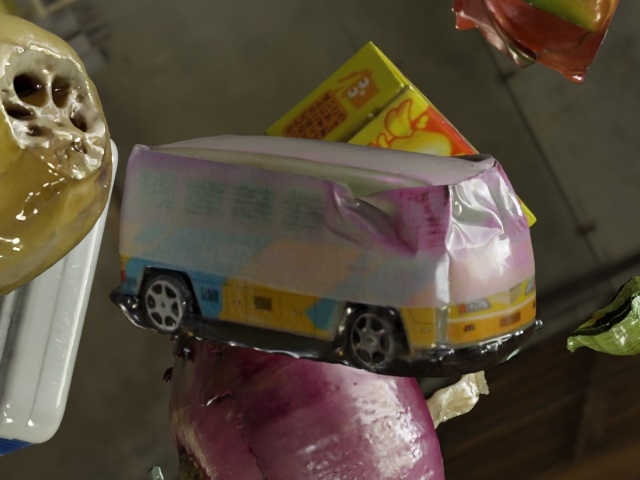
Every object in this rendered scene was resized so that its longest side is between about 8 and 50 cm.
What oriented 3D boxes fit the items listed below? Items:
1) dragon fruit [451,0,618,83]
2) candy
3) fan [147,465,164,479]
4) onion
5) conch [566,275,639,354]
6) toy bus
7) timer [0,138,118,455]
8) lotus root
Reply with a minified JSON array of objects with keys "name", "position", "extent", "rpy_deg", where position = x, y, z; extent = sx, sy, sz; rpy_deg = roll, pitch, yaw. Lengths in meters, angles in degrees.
[{"name":"dragon fruit","position":[0.253,-0.328,1.984],"extent":[0.290,0.189,0.290],"rpy_deg":[22,90,-84]},{"name":"candy","position":[0.083,-0.060,1.773],"extent":[0.146,0.276,0.088],"rpy_deg":[-42,-134,9]},{"name":"fan","position":[-0.159,0.434,2.037],"extent":[0.223,0.294,0.012],"rpy_deg":[-46,-175,-18]},{"name":"onion","position":[0.001,0.196,1.818],"extent":[0.345,0.358,0.358],"rpy_deg":[-30,-171,3]},{"name":"conch","position":[0.294,0.075,1.757],"extent":[0.121,0.074,0.089],"rpy_deg":[-23,158,6]},{"name":"toy bus","position":[0.000,0.000,1.530],"extent":[0.386,0.162,0.171],"rpy_deg":[9,-161,38]},{"name":"timer","position":[-0.242,0.041,1.450],"extent":[0.178,0.078,0.253],"rpy_deg":[-24,-127,61]},{"name":"lotus root","position":[-0.269,-0.026,0.998],"extent":[0.343,0.169,0.151],"rpy_deg":[-16,-132,27]}]
